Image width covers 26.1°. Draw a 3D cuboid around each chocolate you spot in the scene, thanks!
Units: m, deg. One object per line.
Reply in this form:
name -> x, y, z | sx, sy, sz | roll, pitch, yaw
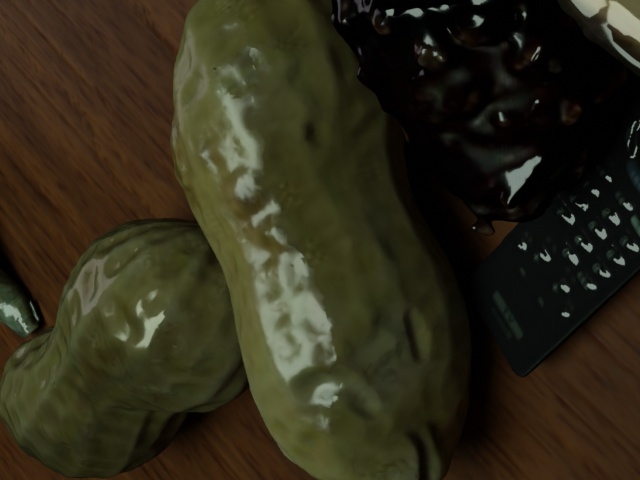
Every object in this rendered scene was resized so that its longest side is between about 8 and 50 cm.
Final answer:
chocolate -> 0.085, -0.074, 0.612 | 0.156, 0.156, 0.133 | 18, 134, 44

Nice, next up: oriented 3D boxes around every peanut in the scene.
peanut -> -0.128, 0.073, 0.895 | 0.298, 0.120, 0.136 | -41, 48, 47
peanut -> 0.000, 0.000, 0.721 | 0.130, 0.130, 0.290 | -18, 88, 49

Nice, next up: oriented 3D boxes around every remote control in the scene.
remote control -> 0.145, -0.023, 0.628 | 0.063, 0.025, 0.245 | 58, 137, 19

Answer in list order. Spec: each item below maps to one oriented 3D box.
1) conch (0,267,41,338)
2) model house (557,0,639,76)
conch -> -0.333, -0.007, 1.105 | 0.137, 0.114, 0.234 | -23, 91, 62
model house -> 0.188, -0.142, 0.445 | 0.166, 0.172, 0.183 | 42, 143, 24
